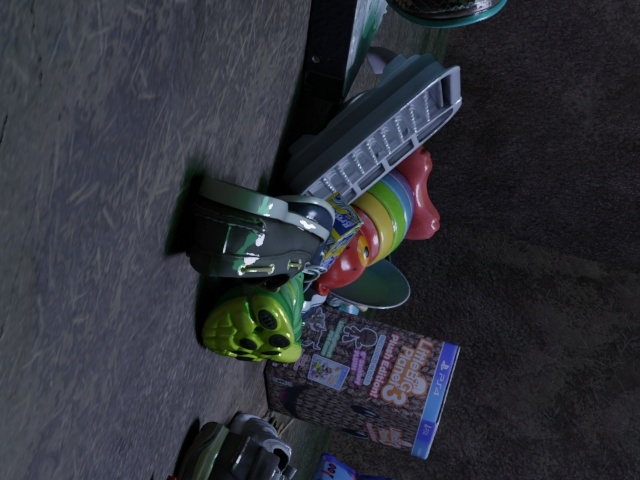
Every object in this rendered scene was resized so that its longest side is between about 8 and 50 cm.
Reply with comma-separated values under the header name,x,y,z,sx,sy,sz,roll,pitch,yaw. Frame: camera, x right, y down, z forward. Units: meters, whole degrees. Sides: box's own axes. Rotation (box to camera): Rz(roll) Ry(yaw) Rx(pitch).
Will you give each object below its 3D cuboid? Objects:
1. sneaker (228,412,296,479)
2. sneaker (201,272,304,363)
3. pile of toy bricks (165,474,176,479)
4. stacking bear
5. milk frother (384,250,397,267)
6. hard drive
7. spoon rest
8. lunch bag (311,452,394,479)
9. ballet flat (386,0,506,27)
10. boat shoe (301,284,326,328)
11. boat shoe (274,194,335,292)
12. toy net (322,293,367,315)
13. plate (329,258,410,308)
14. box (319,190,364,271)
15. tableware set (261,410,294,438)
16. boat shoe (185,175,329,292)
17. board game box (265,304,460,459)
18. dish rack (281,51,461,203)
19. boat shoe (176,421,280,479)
name,x,y,z,sx,sy,sz,roll,pitch,yaw
sneaker,-0.090,0.319,1.783,0.281,0.115,0.105,-6,112,-82
sneaker,-0.077,0.077,1.475,0.295,0.109,0.124,79,12,-80
pile of toy bricks,-0.158,0.374,1.419,0.118,0.105,0.212,-66,169,-47
stacking bear,0.056,-0.023,1.985,0.289,0.164,0.176,-46,133,-51
milk frother,0.047,0.024,2.176,0.143,0.129,0.135,-12,101,-34
hard drive,0.053,-0.366,1.540,0.339,0.064,0.237,100,10,-46
spoon rest,0.081,-0.204,1.967,0.137,0.084,0.276,60,36,-39
lunch bag,0.000,0.519,1.930,0.221,0.138,0.293,-66,178,-69
ballet flat,0.135,-0.369,1.422,0.483,0.164,0.182,-70,153,-69
boat shoe,-0.043,0.111,1.926,0.083,0.065,0.183,-66,172,9
boat shoe,-0.037,0.012,1.607,0.254,0.095,0.079,113,-15,-69
toy net,0.023,0.101,2.132,0.232,0.122,0.045,113,-27,-69
plate,0.053,0.061,2.017,0.188,0.188,0.024,-60,172,-62
box,0.000,0.000,1.749,0.054,0.059,0.169,-34,171,-27
tableware set,-0.088,0.365,2.215,0.194,0.039,0.128,-4,111,-82
boat shoe,-0.067,0.002,1.293,0.305,0.109,0.091,27,80,-77
board game box,0.068,0.234,2.104,0.232,0.290,0.141,89,19,-66
dish rack,0.064,-0.143,1.712,0.285,0.072,0.333,-39,173,2
boat shoe,-0.132,0.401,1.584,0.132,0.130,0.356,-60,165,-61
